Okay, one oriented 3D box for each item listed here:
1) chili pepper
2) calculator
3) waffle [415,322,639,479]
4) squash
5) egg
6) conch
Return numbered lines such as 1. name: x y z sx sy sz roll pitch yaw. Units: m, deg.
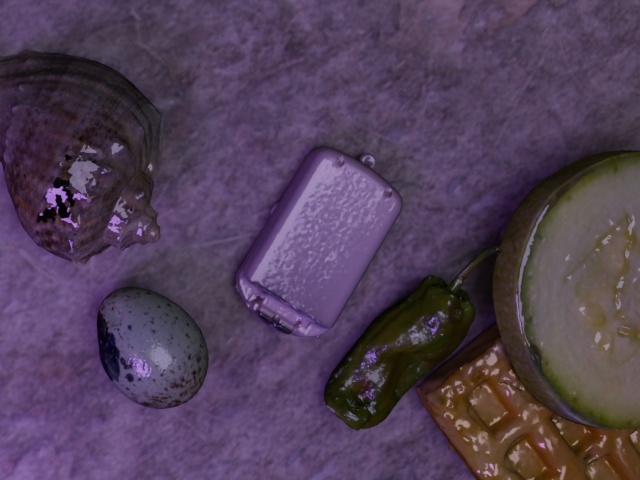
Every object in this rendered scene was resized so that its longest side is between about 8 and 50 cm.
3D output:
1. chili pepper: 0.087 0.082 1.522 0.204 0.073 0.072 -46 127 3
2. calculator: 0.000 0.000 1.500 0.100 0.032 0.175 33 85 -20
3. waffle: 0.238 0.149 1.591 0.248 0.055 0.221 -37 106 -12
4. squash: 0.276 0.044 1.537 0.252 0.049 0.252 -2 96 -20
5. egg: -0.141 0.088 1.433 0.085 0.085 0.110 -41 105 -11
6. conch: -0.201 -0.076 1.402 0.207 0.130 0.155 41 47 3
